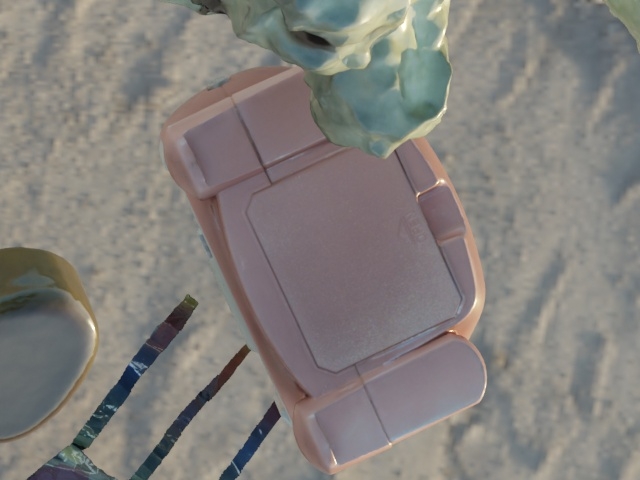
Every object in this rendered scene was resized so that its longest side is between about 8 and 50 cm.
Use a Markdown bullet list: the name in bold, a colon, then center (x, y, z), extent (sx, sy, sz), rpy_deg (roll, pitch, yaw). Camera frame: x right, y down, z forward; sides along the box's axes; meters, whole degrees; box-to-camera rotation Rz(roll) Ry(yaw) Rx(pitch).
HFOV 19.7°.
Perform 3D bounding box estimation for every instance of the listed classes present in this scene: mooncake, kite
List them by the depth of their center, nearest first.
- **kite**: center (-0.166, 0.215, 1.528), extent (0.204, 0.022, 0.360), rpy_deg (35, 105, 4)
- **mooncake**: center (-0.361, 0.117, 2.020), extent (0.234, 0.117, 0.235), rpy_deg (-16, 137, -15)

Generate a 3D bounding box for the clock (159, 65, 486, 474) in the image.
- **clock**: center (0.000, 0.000, 1.102), extent (0.142, 0.241, 0.227), rpy_deg (-25, 97, -7)

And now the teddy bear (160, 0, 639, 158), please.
- **teddy bear**: center (0.050, -0.103, 0.725), extent (0.362, 0.327, 0.375), rpy_deg (-34, 90, -34)
